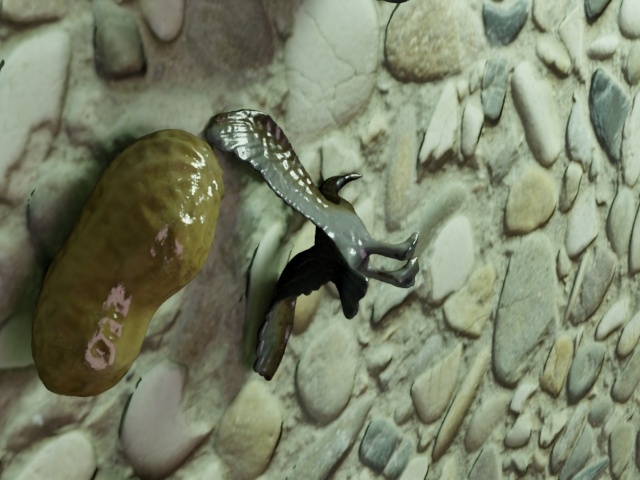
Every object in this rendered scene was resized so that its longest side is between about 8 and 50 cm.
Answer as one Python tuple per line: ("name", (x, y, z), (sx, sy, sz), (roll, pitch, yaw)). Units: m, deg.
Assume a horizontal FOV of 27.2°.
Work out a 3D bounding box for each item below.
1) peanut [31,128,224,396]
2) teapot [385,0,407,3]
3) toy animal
("peanut", (-0.147, 0.016, 1.008), (0.095, 0.108, 0.226), (42, 73, -45))
("teapot", (0.061, -0.274, 1.137), (0.162, 0.149, 0.239), (50, 34, -7))
("toy animal", (0.015, 0.003, 1.212), (0.197, 0.160, 0.272), (-34, 139, -44))
